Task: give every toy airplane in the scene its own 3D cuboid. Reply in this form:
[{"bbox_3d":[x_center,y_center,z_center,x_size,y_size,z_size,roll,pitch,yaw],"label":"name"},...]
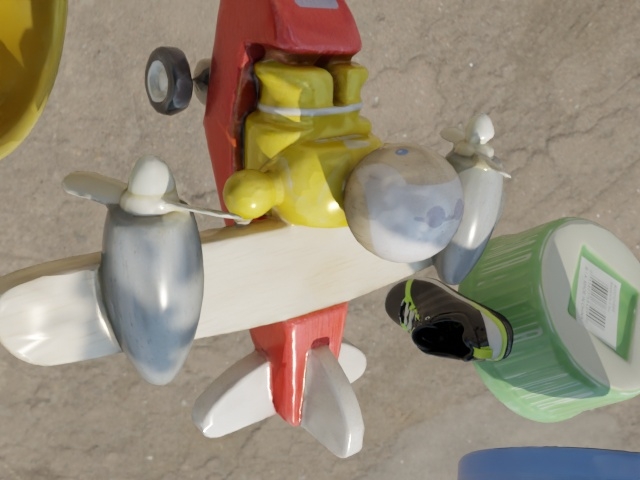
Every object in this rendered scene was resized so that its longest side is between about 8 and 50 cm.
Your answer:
[{"bbox_3d":[0.000,0.000,0.533,0.384,0.386,0.272,43,154,-30],"label":"toy airplane"}]

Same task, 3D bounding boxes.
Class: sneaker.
[{"bbox_3d":[0.152,0.106,0.882,0.097,0.235,0.084,-8,103,-34],"label":"sneaker"}]

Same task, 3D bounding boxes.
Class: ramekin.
[{"bbox_3d":[0.371,0.112,0.978,0.303,0.303,0.148,20,151,-23],"label":"ramekin"}]

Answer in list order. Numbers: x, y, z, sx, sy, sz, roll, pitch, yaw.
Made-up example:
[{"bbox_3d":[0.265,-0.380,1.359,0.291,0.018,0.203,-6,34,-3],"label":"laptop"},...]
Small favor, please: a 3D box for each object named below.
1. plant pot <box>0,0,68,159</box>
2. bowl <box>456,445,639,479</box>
[{"bbox_3d":[-0.307,-0.172,0.354,0.239,0.254,0.254,6,131,4],"label":"plant pot"},{"bbox_3d":[0.327,0.289,0.673,0.391,0.077,0.391,9,155,4],"label":"bowl"}]
